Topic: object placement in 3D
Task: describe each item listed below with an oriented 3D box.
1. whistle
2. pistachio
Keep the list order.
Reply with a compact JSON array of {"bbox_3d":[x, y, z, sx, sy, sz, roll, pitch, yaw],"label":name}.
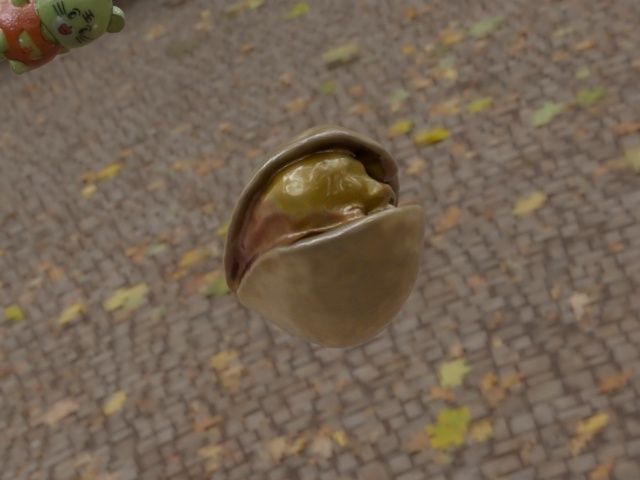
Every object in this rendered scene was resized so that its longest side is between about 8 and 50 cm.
[{"bbox_3d":[-0.411,-0.307,2.121,0.288,0.131,0.106,-22,45,15],"label":"whistle"},{"bbox_3d":[0.000,0.000,1.372,0.187,0.187,0.299,-27,-17,-10],"label":"pistachio"}]
